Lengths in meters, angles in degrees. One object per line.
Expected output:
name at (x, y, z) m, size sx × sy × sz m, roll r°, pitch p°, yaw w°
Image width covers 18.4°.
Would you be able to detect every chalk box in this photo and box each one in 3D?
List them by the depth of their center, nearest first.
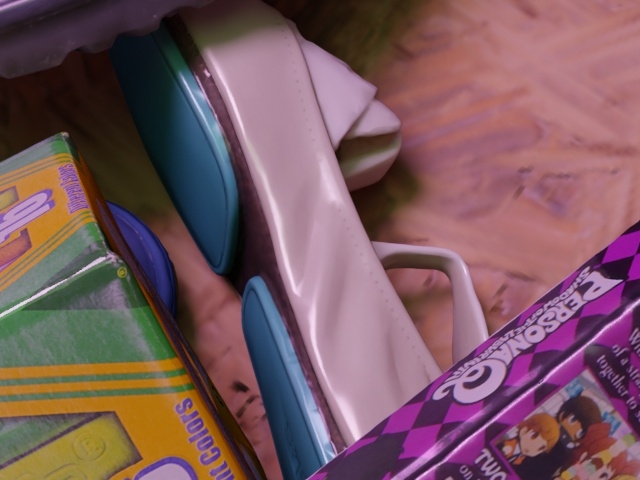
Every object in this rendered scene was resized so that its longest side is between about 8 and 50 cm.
chalk box at (-0.126, 0.087, 0.545) m, size 0.213 × 0.132 × 0.132 m, roll -30°, pitch 111°, yaw -3°

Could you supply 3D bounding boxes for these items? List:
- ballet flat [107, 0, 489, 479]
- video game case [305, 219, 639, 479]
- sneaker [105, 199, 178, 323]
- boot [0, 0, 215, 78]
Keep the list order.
ballet flat at (0.000, 0.000, 0.630) m, size 0.086 × 0.086 × 0.248 m, roll -23°, pitch 71°, yaw 4°
video game case at (0.070, 0.144, 0.512) m, size 0.210 × 0.042 × 0.232 m, roll -38°, pitch 109°, yaw 0°
sneaker at (-0.197, 0.029, 0.628) m, size 0.296 × 0.131 × 0.112 m, roll -7°, pitch 70°, yaw 8°
boot at (-0.058, -0.297, 0.504) m, size 0.367 × 0.445 × 0.146 m, roll -33°, pitch 46°, yaw -15°
